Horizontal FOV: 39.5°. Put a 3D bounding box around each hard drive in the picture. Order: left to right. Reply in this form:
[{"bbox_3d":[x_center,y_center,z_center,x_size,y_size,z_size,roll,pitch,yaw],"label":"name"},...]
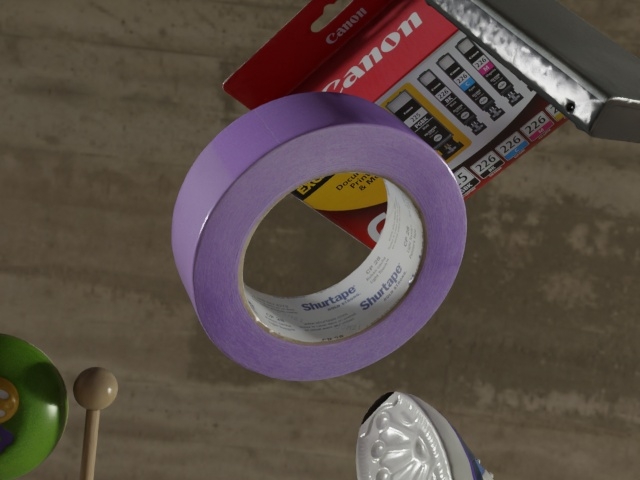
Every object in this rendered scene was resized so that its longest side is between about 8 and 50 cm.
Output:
[{"bbox_3d":[0.122,-0.094,0.448,0.094,0.022,0.135,0,-142,-38],"label":"hard drive"}]

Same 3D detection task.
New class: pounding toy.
[{"bbox_3d":[-0.373,0.213,1.041,0.237,0.182,0.110,14,-178,-3],"label":"pounding toy"}]

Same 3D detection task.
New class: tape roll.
[{"bbox_3d":[0.000,0.000,0.863,0.275,0.274,0.090,2,-152,-24],"label":"tape roll"}]

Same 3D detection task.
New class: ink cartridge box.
[{"bbox_3d":[0.093,-0.162,0.991,0.272,0.309,0.130,33,-154,-39],"label":"ink cartridge box"}]

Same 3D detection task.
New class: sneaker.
[{"bbox_3d":[0.186,0.324,0.979,0.236,0.130,0.322,30,-161,-40],"label":"sneaker"}]
